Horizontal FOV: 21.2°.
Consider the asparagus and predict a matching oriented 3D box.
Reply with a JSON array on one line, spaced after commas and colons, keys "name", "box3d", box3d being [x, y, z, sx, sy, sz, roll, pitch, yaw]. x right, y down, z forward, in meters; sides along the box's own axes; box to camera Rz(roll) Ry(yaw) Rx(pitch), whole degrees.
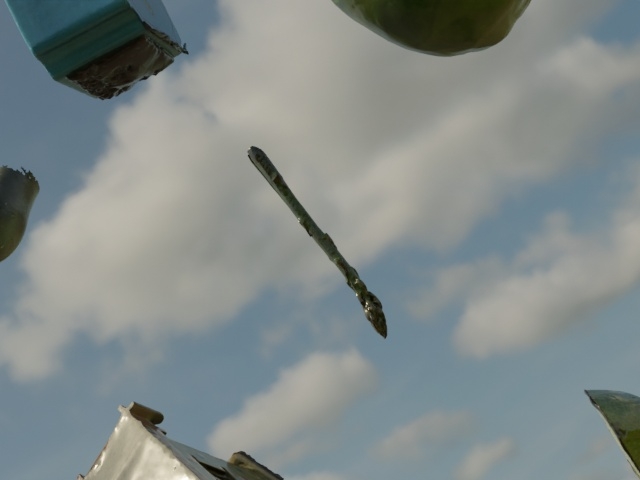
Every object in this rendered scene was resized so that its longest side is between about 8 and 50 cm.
[{"name": "asparagus", "box3d": [0.000, 0.000, 1.681, 0.023, 0.233, 0.022, -43, -13, 30]}]

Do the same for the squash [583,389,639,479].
[{"name": "squash", "box3d": [0.502, 0.297, 2.714, 0.085, 0.192, 0.184, -33, -24, 3]}]

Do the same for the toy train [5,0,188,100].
[{"name": "toy train", "box3d": [-0.310, -0.326, 2.258, 0.188, 0.265, 0.300, -28, -6, 7]}]

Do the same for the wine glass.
[{"name": "wine glass", "box3d": [-0.488, -0.011, 2.487, 0.103, 0.103, 0.222, -51, 15, 47]}]

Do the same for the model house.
[{"name": "model house", "box3d": [-0.095, 0.338, 1.866, 0.244, 0.326, 0.169, 25, -86, -41]}]

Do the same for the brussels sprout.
[{"name": "brussels sprout", "box3d": [0.161, -0.404, 2.401, 0.344, 0.344, 0.268, -14, -56, -47]}]
